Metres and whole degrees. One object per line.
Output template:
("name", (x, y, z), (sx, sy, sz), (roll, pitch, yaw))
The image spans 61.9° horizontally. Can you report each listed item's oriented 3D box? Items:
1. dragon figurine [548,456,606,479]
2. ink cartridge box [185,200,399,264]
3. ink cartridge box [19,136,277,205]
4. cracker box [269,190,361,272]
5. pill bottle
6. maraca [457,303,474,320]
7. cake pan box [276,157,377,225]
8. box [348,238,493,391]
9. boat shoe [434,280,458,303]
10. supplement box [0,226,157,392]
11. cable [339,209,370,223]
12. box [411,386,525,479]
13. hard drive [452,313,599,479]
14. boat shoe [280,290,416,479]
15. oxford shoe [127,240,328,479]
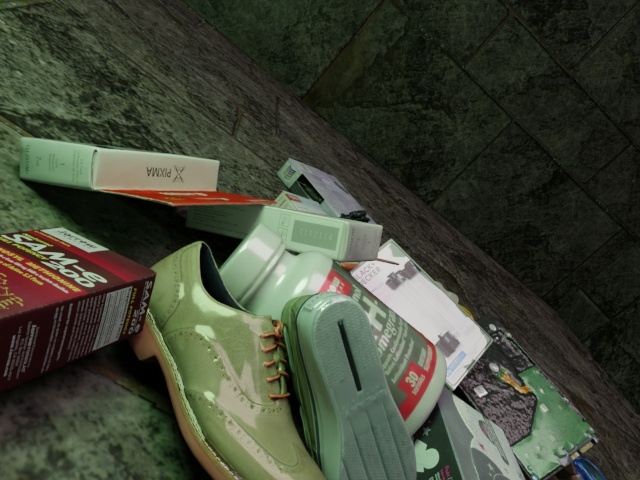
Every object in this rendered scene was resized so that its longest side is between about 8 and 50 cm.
("dragon figurine", (0.551, 0.517, 1.135), (0.289, 0.085, 0.144), (49, 19, 24))
("ink cartridge box", (-0.034, -0.019, 0.921), (0.296, 0.066, 0.261), (12, 3, 27))
("ink cartridge box", (-0.223, -0.095, 0.755), (0.239, 0.060, 0.275), (9, 8, 21))
("cracker box", (0.000, 0.000, 1.193), (0.232, 0.067, 0.156), (52, 19, 25))
("pill bottle", (0.000, 0.125, 0.724), (0.319, 0.176, 0.176), (40, 18, -9))
("maraca", (0.332, 0.211, 1.370), (0.127, 0.099, 0.186), (44, -8, -2))
("cake pan box", (0.027, -0.108, 1.499), (0.245, 0.070, 0.267), (49, 19, 26))
("box", (0.176, 0.154, 1.055), (0.290, 0.087, 0.169), (47, 52, 13))
("boat shoe", (0.370, 0.164, 1.645), (0.125, 0.038, 0.046), (28, 64, -24))
("supplement box", (-0.264, 0.053, 0.439), (0.130, 0.073, 0.239), (23, 13, 14))
("cable", (0.090, 0.001, 1.342), (0.184, 0.047, 0.150), (-18, 97, -63))
("box", (0.174, 0.328, 0.680), (0.163, 0.142, 0.247), (37, 19, -15))
("hard drive", (0.383, 0.323, 1.113), (0.237, 0.064, 0.339), (-12, 50, -35))
("boat shoe", (0.030, 0.198, 0.601), (0.109, 0.302, 0.094), (-14, 7, -26))
("oxford shoe", (-0.079, 0.143, 0.550), (0.348, 0.130, 0.123), (48, -1, 17))
